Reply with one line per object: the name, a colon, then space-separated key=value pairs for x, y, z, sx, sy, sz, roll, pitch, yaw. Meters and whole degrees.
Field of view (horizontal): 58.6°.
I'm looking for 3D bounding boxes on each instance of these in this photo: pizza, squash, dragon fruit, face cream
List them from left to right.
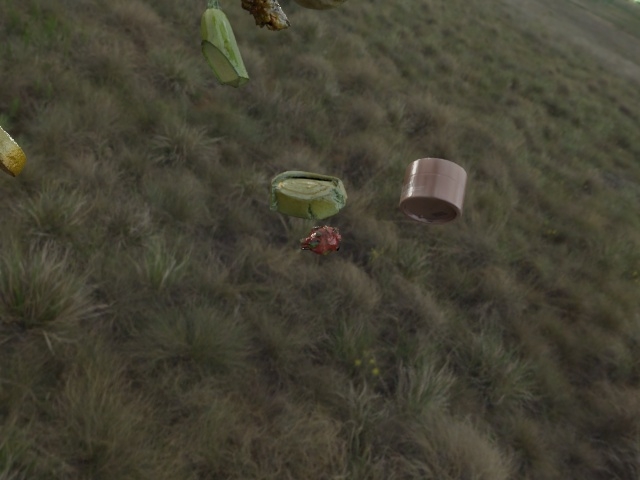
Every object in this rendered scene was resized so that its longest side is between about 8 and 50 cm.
squash: x=-0.218 y=-0.423 z=1.203 sx=0.075 sy=0.200 sz=0.090 roll=-19 pitch=1 yaw=-9
pizza: x=-0.160 y=-0.603 z=1.419 sx=0.161 sy=0.085 sz=0.305 roll=54 pitch=4 yaw=17
dragon fruit: x=-0.001 y=0.001 z=1.573 sx=0.116 sy=0.081 sz=0.086 roll=-17 pitch=38 yaw=-2
face cream: x=0.268 y=-0.114 z=1.358 sx=0.149 sy=0.149 sz=0.104 roll=18 pitch=68 yaw=-11

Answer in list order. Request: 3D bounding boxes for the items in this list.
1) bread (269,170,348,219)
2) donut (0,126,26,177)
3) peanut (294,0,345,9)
bread: x=-0.024 y=-0.086 z=1.104 sx=0.156 sy=0.064 sz=0.117 roll=16 pitch=35 yaw=27
donut: x=-0.744 y=-0.219 z=1.305 sx=0.178 sy=0.162 sz=0.065 roll=23 pitch=65 yaw=36
peanut: x=0.028 y=-0.342 z=0.591 sx=0.147 sy=0.147 sz=0.306 roll=29 pitch=45 yaw=6
